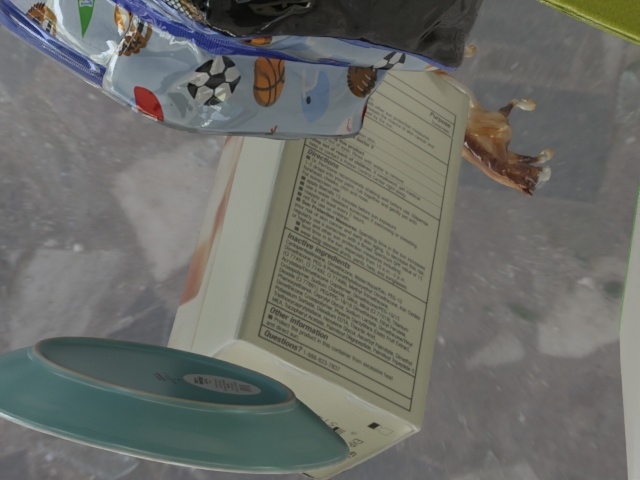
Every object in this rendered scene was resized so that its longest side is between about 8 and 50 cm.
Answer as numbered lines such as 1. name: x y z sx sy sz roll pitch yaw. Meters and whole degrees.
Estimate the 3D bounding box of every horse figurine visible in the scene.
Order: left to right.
1. horse figurine: 0.133 -0.140 1.316 0.263 0.174 0.066 45 123 12

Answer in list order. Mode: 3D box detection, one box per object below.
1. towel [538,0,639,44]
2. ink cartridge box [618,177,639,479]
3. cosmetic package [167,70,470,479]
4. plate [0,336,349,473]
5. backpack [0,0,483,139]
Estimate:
1. towel: 0.127 -0.122 0.508 0.237 0.021 0.102 22 79 -5
2. ink cartridge box: 0.227 -0.008 0.349 0.272 0.115 0.198 5 123 7
3. cosmetic package: 0.000 0.000 0.964 0.153 0.129 0.296 29 52 -20
4. plate: -0.076 0.072 0.638 0.188 0.188 0.024 12 93 2
5. backpack: -0.056 -0.179 0.702 0.263 0.276 0.213 41 108 25
